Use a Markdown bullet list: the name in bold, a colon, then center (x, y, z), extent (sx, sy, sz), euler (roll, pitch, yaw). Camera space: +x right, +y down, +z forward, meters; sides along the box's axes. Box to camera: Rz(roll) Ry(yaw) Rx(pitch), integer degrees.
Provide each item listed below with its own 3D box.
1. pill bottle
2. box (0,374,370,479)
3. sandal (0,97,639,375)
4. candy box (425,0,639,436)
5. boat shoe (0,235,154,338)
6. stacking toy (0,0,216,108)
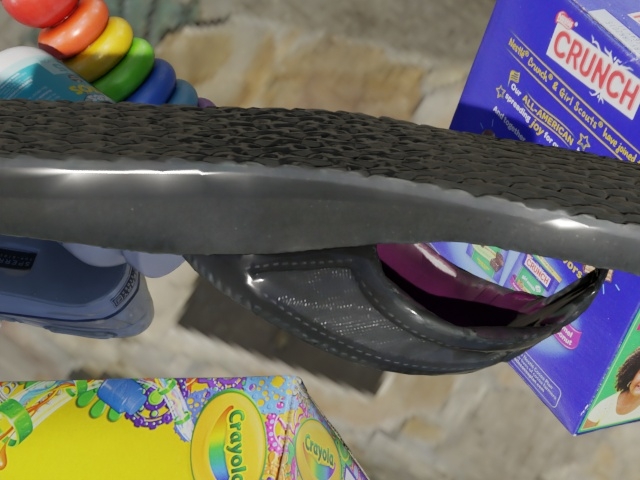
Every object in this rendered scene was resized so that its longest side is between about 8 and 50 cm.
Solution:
- **pill bottle**: center (-0.234, -0.071, 1.773), extent (0.264, 0.146, 0.146), euler (36, 155, 26)
- **box**: center (-0.102, 0.211, 0.902), extent (0.279, 0.177, 0.290), euler (-4, 146, 22)
- **sandal**: center (-0.001, -0.001, 0.910), extent (0.445, 0.167, 0.107), euler (5, 107, 4)
- **candy box**: center (0.230, -0.044, 1.514), extent (0.268, 0.122, 0.317), euler (51, 137, 36)
- **boat shoe**: center (-0.337, 0.041, 1.955), extent (0.367, 0.136, 0.156), euler (8, 152, 23)
- **stacking toy**: center (-0.238, -0.190, 2.014), extent (0.141, 0.141, 0.330), euler (-7, 130, 51)
